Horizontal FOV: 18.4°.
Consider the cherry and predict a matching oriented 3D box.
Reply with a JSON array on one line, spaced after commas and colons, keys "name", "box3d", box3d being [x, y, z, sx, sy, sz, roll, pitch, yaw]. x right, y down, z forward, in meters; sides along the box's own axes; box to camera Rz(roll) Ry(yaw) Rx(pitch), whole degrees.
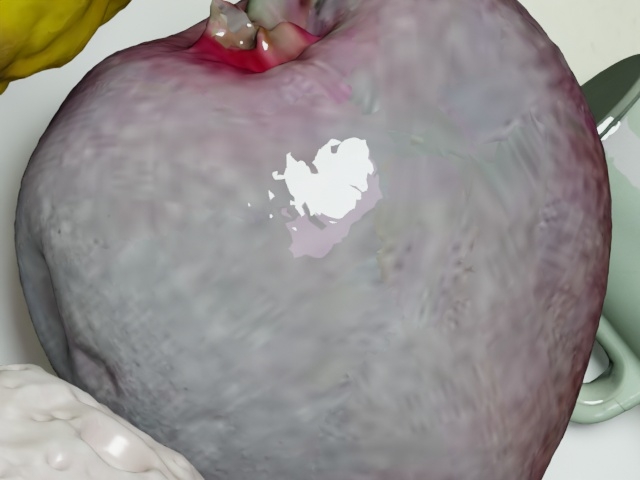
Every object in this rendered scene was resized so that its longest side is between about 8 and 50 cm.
[{"name": "cherry", "box3d": [0.000, 0.000, 0.716, 0.213, 0.183, 0.266, -25, 101, -13]}]

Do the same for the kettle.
[{"name": "kettle", "box3d": [0.142, 0.009, 0.840, 0.148, 0.127, 0.098, 46, 37, -11]}]

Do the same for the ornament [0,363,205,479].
[{"name": "ornament", "box3d": [-0.122, 0.167, 0.604, 0.225, 0.259, 0.259, 40, 70, -19]}]

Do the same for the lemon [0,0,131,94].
[{"name": "lemon", "box3d": [-0.150, -0.207, 0.634, 0.316, 0.285, 0.285, 45, 68, 8]}]
